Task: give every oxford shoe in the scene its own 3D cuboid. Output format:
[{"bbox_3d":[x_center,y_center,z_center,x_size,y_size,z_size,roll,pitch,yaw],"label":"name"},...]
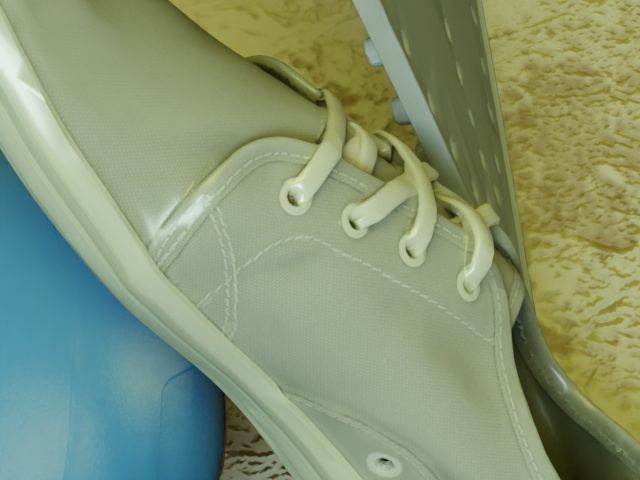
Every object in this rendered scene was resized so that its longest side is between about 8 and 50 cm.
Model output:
[{"bbox_3d":[0.000,0.000,0.810,0.130,0.449,0.169,-32,22,20],"label":"oxford shoe"}]

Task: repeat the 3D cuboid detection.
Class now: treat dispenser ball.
[{"bbox_3d":[-0.186,0.082,0.860,0.288,0.288,0.288,-5,52,7],"label":"treat dispenser ball"}]

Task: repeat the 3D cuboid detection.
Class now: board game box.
[{"bbox_3d":[0.017,-0.192,0.972,0.050,0.390,0.390,-15,51,13],"label":"board game box"}]
